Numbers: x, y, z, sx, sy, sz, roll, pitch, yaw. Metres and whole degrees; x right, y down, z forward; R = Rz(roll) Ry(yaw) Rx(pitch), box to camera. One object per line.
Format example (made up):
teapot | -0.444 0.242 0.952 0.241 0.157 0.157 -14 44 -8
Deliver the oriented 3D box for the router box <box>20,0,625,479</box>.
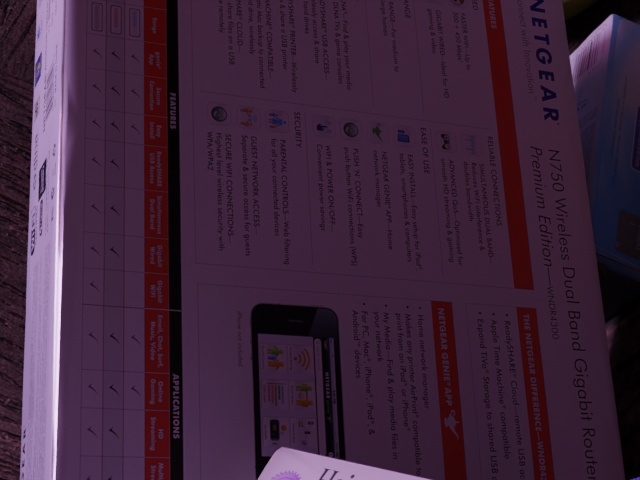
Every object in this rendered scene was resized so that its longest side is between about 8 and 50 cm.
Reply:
router box | 0.000 0.000 0.678 0.082 0.301 0.335 138 134 -60

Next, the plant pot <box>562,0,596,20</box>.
plant pot | 0.138 -0.270 1.043 0.293 0.275 0.274 88 -157 -79

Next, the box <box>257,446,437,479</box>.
box | 0.080 0.130 0.432 0.324 0.067 0.063 -2 51 55

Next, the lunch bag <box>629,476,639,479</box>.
lunch bag | 0.122 0.210 0.458 0.293 0.138 0.221 -39 25 41

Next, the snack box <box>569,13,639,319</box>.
snack box | 0.134 0.007 0.900 0.322 0.060 0.187 131 158 -56
